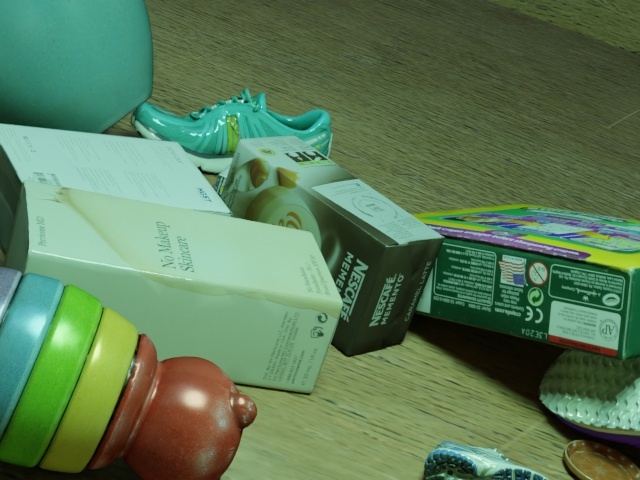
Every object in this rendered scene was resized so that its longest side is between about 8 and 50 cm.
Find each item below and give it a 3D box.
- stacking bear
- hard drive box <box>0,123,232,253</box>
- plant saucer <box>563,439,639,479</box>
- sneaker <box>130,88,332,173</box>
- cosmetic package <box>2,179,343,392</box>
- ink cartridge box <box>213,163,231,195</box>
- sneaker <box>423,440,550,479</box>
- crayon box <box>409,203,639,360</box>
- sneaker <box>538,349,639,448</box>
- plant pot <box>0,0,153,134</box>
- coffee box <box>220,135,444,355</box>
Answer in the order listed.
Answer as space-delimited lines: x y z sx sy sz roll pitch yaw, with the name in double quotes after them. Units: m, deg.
-0.199 0.117 1.149 0.289 0.175 0.164 22 20 -11 "stacking bear"
-0.241 -0.044 1.541 0.232 0.089 0.181 4 28 -30 "hard drive box"
0.286 0.232 1.422 0.083 0.013 0.083 16 22 -7 "plant saucer"
-0.115 -0.151 1.846 0.275 0.110 0.107 8 26 -22 "sneaker"
-0.150 0.046 1.384 0.309 0.113 0.160 11 25 -20 "cosmetic package"
-0.072 -0.060 1.778 0.115 0.029 0.063 23 23 7 "ink cartridge box"
0.166 0.219 1.317 0.135 0.052 0.058 21 19 4 "sneaker"
0.282 0.036 1.597 0.363 0.106 0.313 11 12 44 "crayon box"
0.369 0.199 1.460 0.293 0.146 0.102 9 57 42 "sneaker"
-0.316 -0.215 1.692 0.195 0.290 0.290 55 22 -10 "plant pot"
0.000 0.000 1.560 0.098 0.141 0.246 -8 34 -47 "coffee box"
